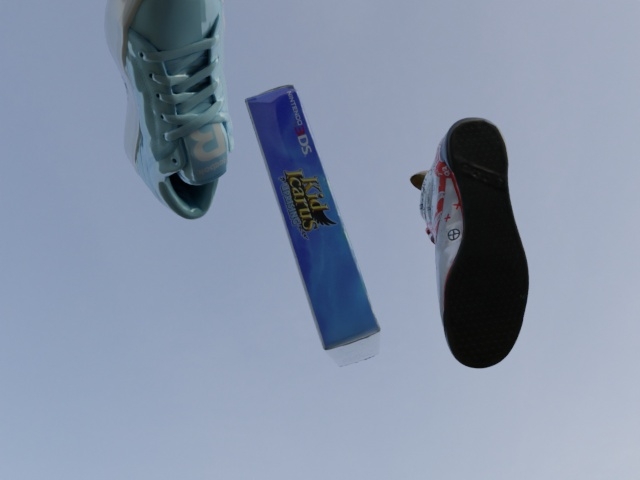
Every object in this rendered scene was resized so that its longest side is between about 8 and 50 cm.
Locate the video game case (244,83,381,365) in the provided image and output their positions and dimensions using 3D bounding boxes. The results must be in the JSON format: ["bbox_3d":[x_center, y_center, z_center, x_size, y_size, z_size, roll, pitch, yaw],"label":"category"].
[{"bbox_3d":[0.000,0.000,0.711,0.061,0.269,0.244,-18,-16,-1],"label":"video game case"}]

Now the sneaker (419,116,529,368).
[{"bbox_3d":[0.168,0.010,0.714,0.090,0.270,0.145,0,-12,-1],"label":"sneaker"}]

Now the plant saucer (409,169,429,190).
[{"bbox_3d":[0.199,-0.102,1.092,0.083,0.083,0.015,31,-108,-31],"label":"plant saucer"}]

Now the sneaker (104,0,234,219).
[{"bbox_3d":[-0.145,-0.152,0.713,0.135,0.150,0.366,-32,-17,-24],"label":"sneaker"}]
